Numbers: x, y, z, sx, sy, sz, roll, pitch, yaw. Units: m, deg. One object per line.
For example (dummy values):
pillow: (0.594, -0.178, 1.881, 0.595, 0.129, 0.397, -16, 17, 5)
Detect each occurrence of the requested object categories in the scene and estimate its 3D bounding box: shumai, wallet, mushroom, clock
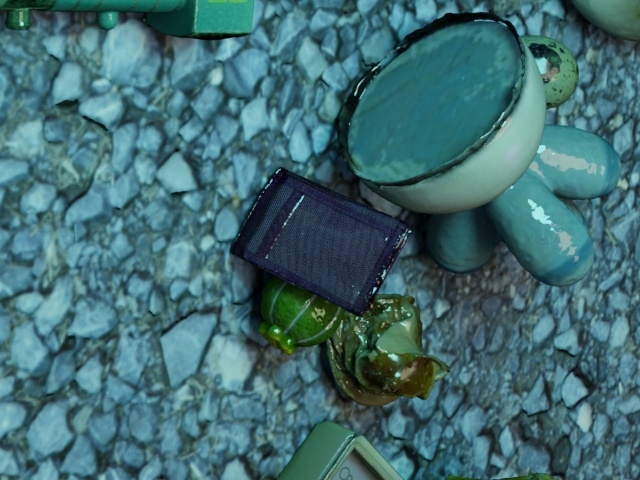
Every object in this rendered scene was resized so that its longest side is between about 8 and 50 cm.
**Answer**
shumai: (0.084, 0.126, 1.869, 0.145, 0.116, 0.145, -8, 103, -38)
wallet: (0.000, -0.001, 1.748, 0.111, 0.166, 0.030, -59, 156, -15)
mushroom: (0.388, -0.296, 2.045, 0.270, 0.103, 0.118, 13, 97, -50)
clock: (0.007, 0.318, 1.878, 0.192, 0.071, 0.147, -53, 127, -18)

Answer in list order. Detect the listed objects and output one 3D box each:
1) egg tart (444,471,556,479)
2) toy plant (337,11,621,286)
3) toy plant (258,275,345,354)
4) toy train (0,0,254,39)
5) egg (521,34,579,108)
egg tart: (0.140, 0.373, 1.900, 0.132, 0.341, 0.341, 33, 74, 6)
toy plant: (0.199, -0.066, 1.858, 0.332, 0.247, 0.247, 43, 72, -39)
toy plant: (-0.003, 0.047, 1.797, 0.093, 0.093, 0.162, 45, 75, -36)
toy train: (-0.187, -0.280, 1.562, 0.298, 0.120, 0.194, -6, 108, -38)
egg: (0.248, -0.196, 1.952, 0.110, 0.085, 0.085, 22, 86, -34)
